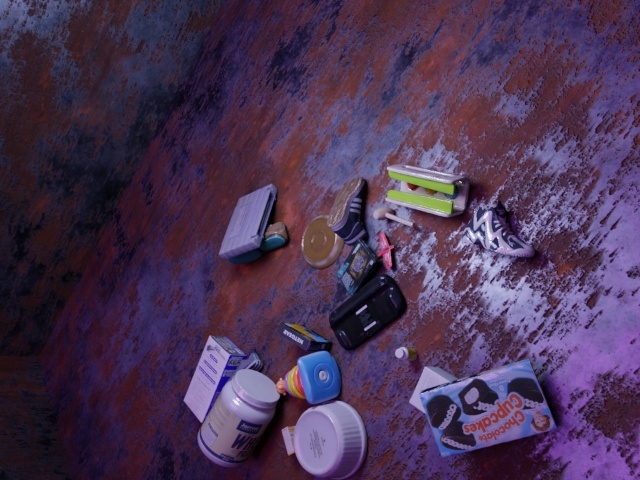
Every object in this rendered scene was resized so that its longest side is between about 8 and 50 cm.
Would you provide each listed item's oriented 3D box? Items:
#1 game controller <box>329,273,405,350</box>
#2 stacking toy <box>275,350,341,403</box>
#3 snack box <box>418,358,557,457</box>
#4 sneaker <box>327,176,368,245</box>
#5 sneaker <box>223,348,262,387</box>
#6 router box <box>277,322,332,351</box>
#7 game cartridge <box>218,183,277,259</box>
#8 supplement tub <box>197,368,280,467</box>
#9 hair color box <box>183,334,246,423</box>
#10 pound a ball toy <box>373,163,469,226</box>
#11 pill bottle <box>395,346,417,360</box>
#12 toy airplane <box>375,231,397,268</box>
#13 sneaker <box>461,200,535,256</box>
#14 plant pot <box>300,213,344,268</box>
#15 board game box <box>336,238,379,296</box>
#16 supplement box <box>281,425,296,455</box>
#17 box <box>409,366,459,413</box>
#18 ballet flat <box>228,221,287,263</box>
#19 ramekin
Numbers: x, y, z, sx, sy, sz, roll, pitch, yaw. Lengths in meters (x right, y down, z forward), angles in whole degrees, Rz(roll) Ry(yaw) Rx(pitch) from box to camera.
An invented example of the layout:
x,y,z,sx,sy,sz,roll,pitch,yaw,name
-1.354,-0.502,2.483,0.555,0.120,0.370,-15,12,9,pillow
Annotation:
x,y,z,sx,sy,sz,roll,pitch,yaw,name
0.165,0.265,1.854,0.319,0.067,0.166,-42,68,26,game controller
-0.077,0.543,1.940,0.302,0.166,0.175,-32,70,45,stacking toy
0.462,0.471,1.423,0.322,0.060,0.187,-23,80,16,snack box
0.130,-0.108,1.969,0.099,0.153,0.282,-13,40,42,sneaker
-0.340,0.572,2.213,0.224,0.083,0.098,-42,41,14,sneaker
-0.062,0.376,1.966,0.179,0.133,0.046,21,93,43,router box
-0.325,-0.084,2.297,0.230,0.068,0.355,-23,40,37,game cartridge
-0.325,0.709,2.040,0.235,0.235,0.324,40,106,41,supplement tub
-0.478,0.623,2.292,0.185,0.110,0.338,28,99,44,hair color box
0.348,-0.147,1.770,0.319,0.136,0.208,20,117,43,pound a ball toy
0.284,0.377,1.687,0.043,0.083,0.043,-13,70,39,pill bottle
0.225,0.051,1.869,0.151,0.028,0.151,-20,59,39,toy airplane
0.555,-0.041,1.552,0.235,0.094,0.153,24,104,53,sneaker
0.000,0.000,2.086,0.236,0.032,0.236,-13,70,40,plant pot
0.138,0.104,1.907,0.126,0.026,0.186,56,129,36,board game box
-0.104,0.765,1.943,0.036,0.062,0.098,-39,56,29,supplement box
0.384,0.485,1.560,0.170,0.091,0.130,27,97,42,box
-0.281,0.002,2.298,0.342,0.116,0.124,-26,41,34,ballet flat
0.023,0.708,1.800,0.273,0.127,0.272,-13,70,39,ramekin
